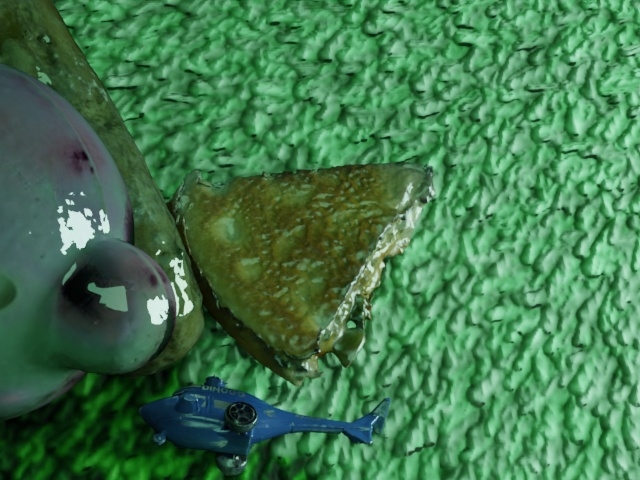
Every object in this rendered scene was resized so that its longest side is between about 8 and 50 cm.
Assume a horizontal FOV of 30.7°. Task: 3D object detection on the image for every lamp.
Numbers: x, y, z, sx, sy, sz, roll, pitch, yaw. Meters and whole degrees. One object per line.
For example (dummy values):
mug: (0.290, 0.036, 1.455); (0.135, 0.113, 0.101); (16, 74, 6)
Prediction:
lamp: (-0.247, 0.031, 0.612); (0.301, 0.247, 0.247); (-41, 73, 17)

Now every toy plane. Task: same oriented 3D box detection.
toy plane: (-0.037, 0.118, 0.776); (0.167, 0.054, 0.062); (6, 40, -9)

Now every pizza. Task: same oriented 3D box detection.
pizza: (0.000, 0.000, 0.831); (0.195, 0.052, 0.185); (-29, 68, -17)

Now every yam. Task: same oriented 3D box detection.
yam: (-0.185, -0.056, 0.781); (0.133, 0.133, 0.330); (-31, 81, -22)
